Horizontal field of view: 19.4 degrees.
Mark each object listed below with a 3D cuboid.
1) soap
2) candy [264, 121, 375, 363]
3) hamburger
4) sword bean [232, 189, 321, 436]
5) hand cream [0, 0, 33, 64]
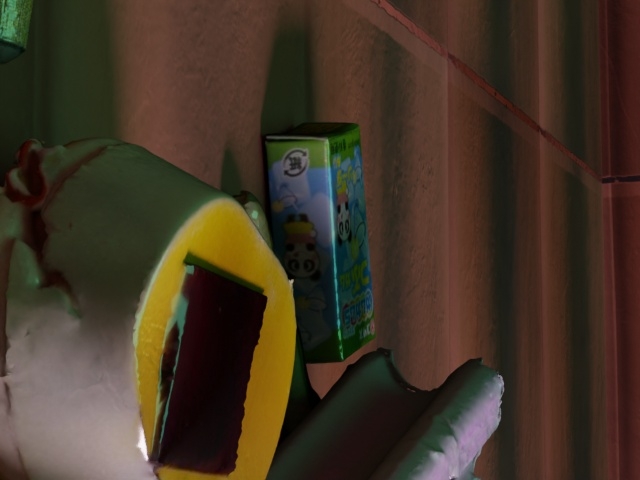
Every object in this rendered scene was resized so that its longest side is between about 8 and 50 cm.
[{"bbox_3d":[0.050,0.267,1.485,0.302,0.159,0.258,-42,125,-51],"label":"soap"},{"bbox_3d":[0.000,0.000,1.589,0.097,0.062,0.194,-28,115,-70],"label":"candy"},{"bbox_3d":[-0.117,0.070,1.110,0.295,0.151,0.227,66,33,-63],"label":"hamburger"},{"bbox_3d":[-0.033,0.076,1.519,0.043,0.038,0.269,-87,164,-56],"label":"sword bean"},{"bbox_3d":[-0.181,-0.201,1.075,0.084,0.084,0.203,18,77,-70],"label":"hand cream"}]
